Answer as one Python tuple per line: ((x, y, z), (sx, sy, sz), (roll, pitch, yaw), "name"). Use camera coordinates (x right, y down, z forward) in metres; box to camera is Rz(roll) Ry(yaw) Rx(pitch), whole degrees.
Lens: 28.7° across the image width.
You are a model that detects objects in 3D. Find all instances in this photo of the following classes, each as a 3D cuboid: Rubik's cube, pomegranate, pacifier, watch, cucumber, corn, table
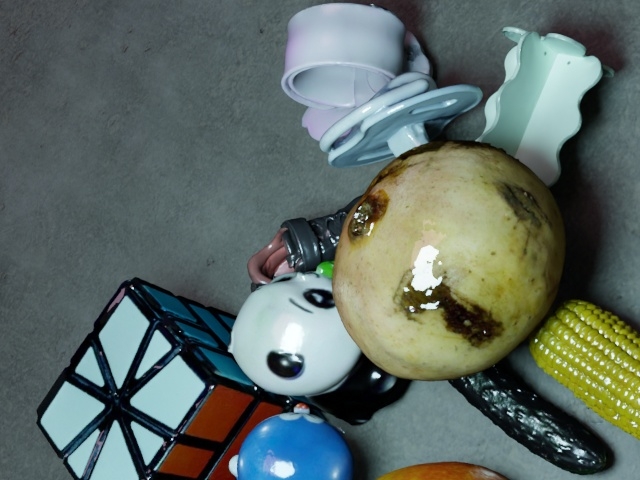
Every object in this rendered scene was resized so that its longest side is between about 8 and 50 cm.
((-0.211, 0.269, 1.903), (0.293, 0.283, 0.288), (-52, 48, 8), "Rubik's cube")
((0.164, 0.028, 1.614), (0.322, 0.322, 0.322), (-15, 65, 35), "pomegranate")
((0.124, -0.122, 1.812), (0.207, 0.227, 0.279), (67, 152, 9), "pacifier")
((0.030, -0.285, 1.957), (0.248, 0.217, 0.211), (-6, 70, 37), "watch")
((0.260, 0.222, 1.675), (0.081, 0.072, 0.303), (-55, 49, 9), "cucumber")
((0.382, 0.172, 1.569), (0.322, 0.119, 0.119), (37, 98, 39), "corn")
((0.293, -0.174, 1.734), (0.166, 0.166, 0.198), (21, 87, 42), "table")

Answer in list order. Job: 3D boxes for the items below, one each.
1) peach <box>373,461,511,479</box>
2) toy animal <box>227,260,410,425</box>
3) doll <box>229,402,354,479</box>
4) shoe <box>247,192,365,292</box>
((0.157, 0.412, 1.621), (0.274, 0.245, 0.249), (-25, 86, 19), "peach")
((0.005, 0.134, 1.794), (0.212, 0.266, 0.213), (-20, 57, 34), "toy animal")
((-0.031, 0.351, 1.763), (0.215, 0.257, 0.161), (17, 45, 8), "doll")
((0.000, 0.000, 1.928), (0.291, 0.137, 0.114), (-36, 55, 21), "shoe")
